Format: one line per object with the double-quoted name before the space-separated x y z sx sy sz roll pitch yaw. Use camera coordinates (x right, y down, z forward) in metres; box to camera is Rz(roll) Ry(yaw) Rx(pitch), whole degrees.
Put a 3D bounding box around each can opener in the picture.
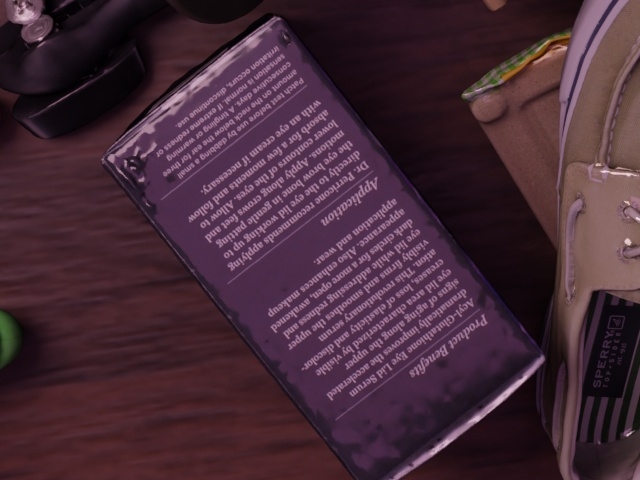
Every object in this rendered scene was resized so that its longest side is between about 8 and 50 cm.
"can opener" -0.094 -0.131 0.918 0.186 0.073 0.059 -39 58 1

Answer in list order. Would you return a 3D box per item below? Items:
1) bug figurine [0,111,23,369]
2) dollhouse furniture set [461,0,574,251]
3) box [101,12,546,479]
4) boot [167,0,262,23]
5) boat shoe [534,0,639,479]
"bug figurine" -0.220 0.001 0.851 0.072 0.216 0.279 -3 95 28
"dollhouse furniture set" 0.156 -0.146 0.911 0.197 0.151 0.301 -25 122 16
"box" 0.000 0.000 0.883 0.108 0.153 0.207 -38 98 3
"boot" -0.059 -0.241 0.825 0.091 0.229 0.263 28 102 -47
"boat shoe" 0.165 -0.003 0.859 0.109 0.094 0.302 2 124 -2
